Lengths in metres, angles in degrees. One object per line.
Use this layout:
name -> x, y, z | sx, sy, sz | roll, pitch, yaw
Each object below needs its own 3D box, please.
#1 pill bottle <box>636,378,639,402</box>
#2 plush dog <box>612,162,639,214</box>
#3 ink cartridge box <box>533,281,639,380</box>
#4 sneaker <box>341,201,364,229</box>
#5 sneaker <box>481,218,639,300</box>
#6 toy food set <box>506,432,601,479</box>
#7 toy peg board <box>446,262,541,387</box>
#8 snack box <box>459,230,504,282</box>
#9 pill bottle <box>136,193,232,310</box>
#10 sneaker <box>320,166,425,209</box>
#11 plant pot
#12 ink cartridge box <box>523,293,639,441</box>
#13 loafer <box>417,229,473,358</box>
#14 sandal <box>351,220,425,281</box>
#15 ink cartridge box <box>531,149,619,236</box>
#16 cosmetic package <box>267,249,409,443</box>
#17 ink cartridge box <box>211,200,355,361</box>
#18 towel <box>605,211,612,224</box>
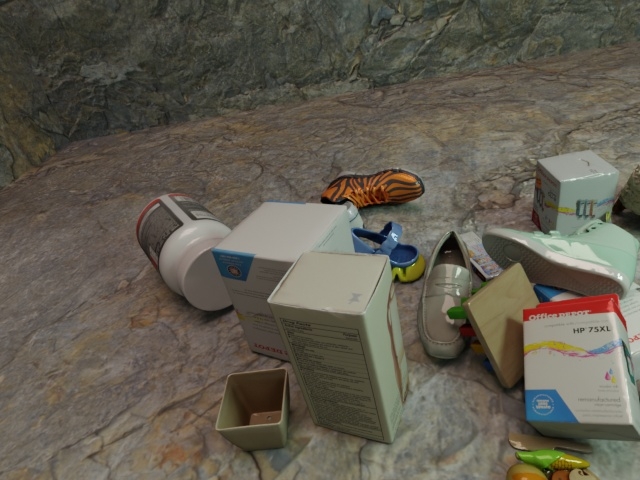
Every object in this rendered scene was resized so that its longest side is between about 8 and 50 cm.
pill bottle -> 0.519, 0.250, 0.612 | 0.067, 0.067, 0.120 | -15, 33, -3
plush dog -> 0.805, -0.088, 0.951 | 0.262, 0.210, 0.225 | -33, 57, -32
ink cartridge box -> 0.509, 0.139, 0.764 | 0.148, 0.086, 0.203 | -19, 33, -8
sneaker -> 0.000, 0.000, 1.155 | 0.258, 0.091, 0.094 | -28, 24, 18
sneaker -> 0.452, 0.011, 0.817 | 0.256, 0.094, 0.151 | 23, 52, 35
toy food set -> 0.319, 0.341, 0.570 | 0.132, 0.038, 0.192 | -1, 35, 18
toy peg board -> 0.322, 0.150, 0.782 | 0.161, 0.161, 0.079 | -28, 2, -29
snack box -> 0.377, 0.037, 1.024 | 0.064, 0.022, 0.178 | -15, 33, -4
pill bottle -> -0.335, 0.023, 1.126 | 0.210, 0.210, 0.363 | -29, 36, -22
sneaker -> 0.140, -0.122, 1.280 | 0.321, 0.124, 0.180 | 1, 38, 40
plant pot -> -0.102, 0.296, 0.735 | 0.109, 0.096, 0.109 | -9, 33, 7
ink cartridge box -> 0.393, 0.175, 0.662 | 0.134, 0.078, 0.231 | -18, 44, 40
loafer -> 0.258, 0.099, 0.889 | 0.112, 0.111, 0.319 | 0, 35, 17
sandal -> 0.087, 0.023, 1.046 | 0.317, 0.138, 0.126 | -7, 35, 14
ink cartridge box -> 0.592, -0.102, 1.015 | 0.127, 0.176, 0.128 | -10, 33, 5
cosmetic package -> 0.044, 0.171, 0.687 | 0.153, 0.296, 0.129 | 5, 38, 25
ink cartridge box -> -0.050, 0.086, 0.875 | 0.198, 0.270, 0.197 | 7, 37, 28
towel -> 0.652, -0.017, 0.958 | 0.009, 0.083, 0.060 | -16, 24, 40
